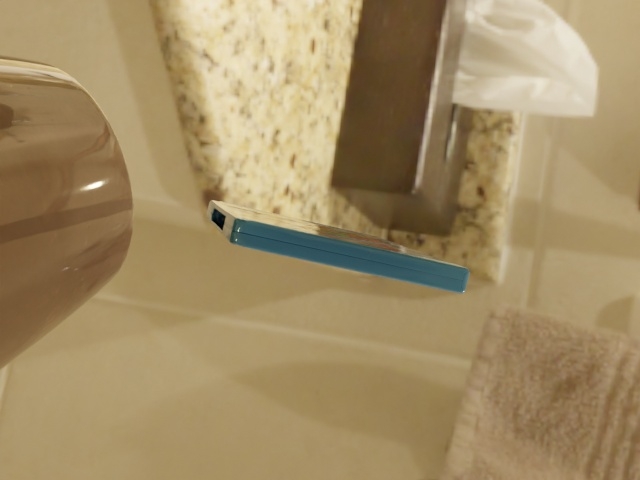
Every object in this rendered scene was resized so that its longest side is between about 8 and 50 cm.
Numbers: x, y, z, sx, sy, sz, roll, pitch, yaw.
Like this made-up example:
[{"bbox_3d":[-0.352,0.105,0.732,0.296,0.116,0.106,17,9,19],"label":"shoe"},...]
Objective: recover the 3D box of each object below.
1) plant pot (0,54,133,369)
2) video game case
[{"bbox_3d":[-0.233,-0.004,0.474,0.229,0.263,0.263,-23,120,-48],"label":"plant pot"},{"bbox_3d":[0.000,0.000,0.501,0.166,0.119,0.015,-153,-104,-77],"label":"video game case"}]
